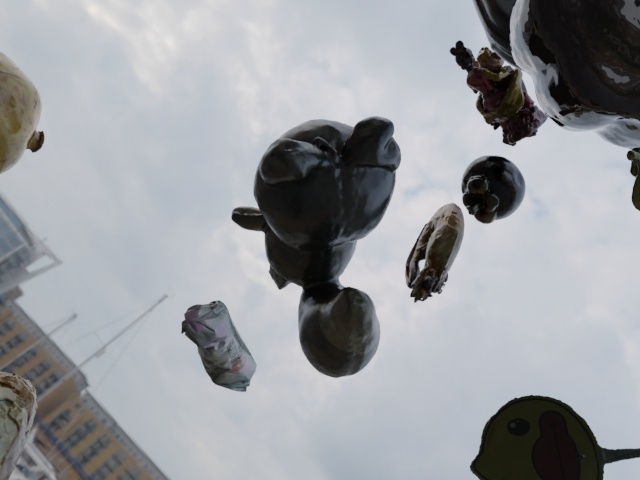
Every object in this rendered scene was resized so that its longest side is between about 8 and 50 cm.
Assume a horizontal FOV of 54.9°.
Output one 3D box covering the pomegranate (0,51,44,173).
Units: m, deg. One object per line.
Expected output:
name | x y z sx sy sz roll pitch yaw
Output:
pomegranate | -0.552 -0.206 0.992 0.215 0.215 0.215 33 -35 27

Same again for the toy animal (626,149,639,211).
toy animal | 0.478 -0.070 0.818 0.073 0.181 0.136 -136 -141 -69

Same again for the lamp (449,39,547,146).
lamp | 0.366 -0.319 1.279 0.253 0.118 0.118 52 -30 -8

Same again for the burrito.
burrito | -0.125 0.133 0.766 0.064 0.064 0.203 35 -23 25

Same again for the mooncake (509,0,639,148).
mooncake | 0.359 -0.255 0.698 0.306 0.306 0.154 47 -1 6

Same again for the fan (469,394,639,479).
fan | 0.435 0.389 1.102 0.334 0.230 0.011 -12 -20 15

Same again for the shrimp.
shrimp | 0.179 0.026 1.033 0.053 0.236 0.133 42 -45 -20

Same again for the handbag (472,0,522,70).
handbag | 0.370 -0.384 0.960 0.093 0.253 0.308 69 11 -56

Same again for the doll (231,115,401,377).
doll | 0.033 -0.009 0.973 0.379 0.252 0.382 58 -19 17

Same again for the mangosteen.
mangosteen | 0.342 -0.099 1.252 0.137 0.151 0.137 30 -39 27

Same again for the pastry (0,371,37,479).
pastry | -0.308 0.187 0.543 0.081 0.153 0.153 25 -31 -5
